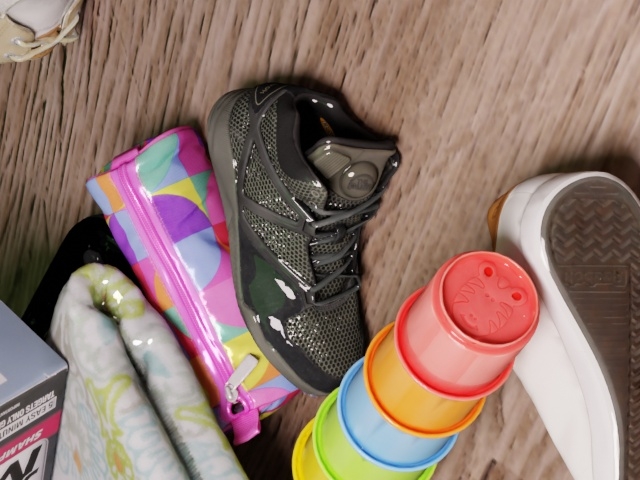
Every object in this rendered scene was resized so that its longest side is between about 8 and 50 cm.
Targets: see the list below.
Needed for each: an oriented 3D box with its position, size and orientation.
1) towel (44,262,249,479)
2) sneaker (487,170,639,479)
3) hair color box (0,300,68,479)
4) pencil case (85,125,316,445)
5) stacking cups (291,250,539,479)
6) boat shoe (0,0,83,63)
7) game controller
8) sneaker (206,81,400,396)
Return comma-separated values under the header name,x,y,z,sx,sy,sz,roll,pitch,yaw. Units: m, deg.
name,x,y,z,sx,sy,sz,roll,pitch,yaw
towel,-0.125,0.245,1.191,0.374,0.090,0.320,60,146,19
sneaker,0.181,0.093,0.946,0.290,0.106,0.123,71,163,-8
hair color box,-0.313,0.224,1.200,0.113,0.185,0.374,40,138,22
pencil case,-0.087,0.033,1.175,0.104,0.104,0.236,-33,83,48
stacking cups,0.054,0.103,0.985,0.096,0.096,0.316,55,158,13
boat shoe,-0.229,-0.193,1.221,0.302,0.113,0.103,2,110,57
game controller,-0.193,0.115,1.347,0.166,0.067,0.319,52,137,16
sneaker,0.000,0.000,1.078,0.130,0.087,0.228,-5,98,54
